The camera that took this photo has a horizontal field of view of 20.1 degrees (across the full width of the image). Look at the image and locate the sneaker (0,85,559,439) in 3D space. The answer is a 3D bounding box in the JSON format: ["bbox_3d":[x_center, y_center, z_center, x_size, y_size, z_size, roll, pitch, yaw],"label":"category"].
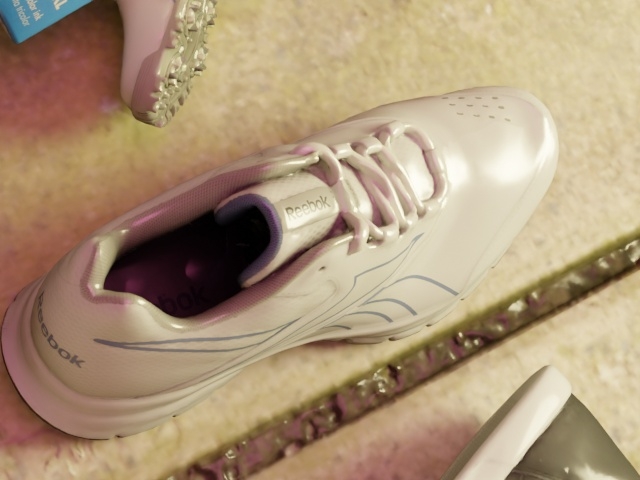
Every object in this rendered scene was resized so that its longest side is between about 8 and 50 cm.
[{"bbox_3d":[0.000,0.000,0.837,0.297,0.129,0.111,-27,81,-25],"label":"sneaker"}]

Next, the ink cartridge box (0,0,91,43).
[{"bbox_3d":[-0.085,-0.213,0.854,0.231,0.078,0.134,-32,63,-9],"label":"ink cartridge box"}]

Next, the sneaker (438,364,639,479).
[{"bbox_3d":[0.075,0.202,0.805,0.147,0.104,0.296,41,61,3],"label":"sneaker"}]

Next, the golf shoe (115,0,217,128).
[{"bbox_3d":[-0.092,-0.137,0.897,0.086,0.069,0.176,7,64,2],"label":"golf shoe"}]
